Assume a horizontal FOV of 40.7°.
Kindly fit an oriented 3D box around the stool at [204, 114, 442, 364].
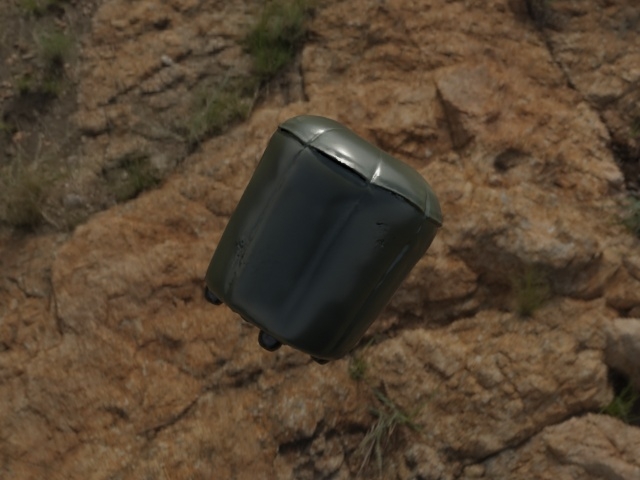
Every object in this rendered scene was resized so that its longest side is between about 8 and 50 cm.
[{"bbox_3d":[0.000,0.000,0.429,0.096,0.096,0.110,33,95,14],"label":"stool"}]
